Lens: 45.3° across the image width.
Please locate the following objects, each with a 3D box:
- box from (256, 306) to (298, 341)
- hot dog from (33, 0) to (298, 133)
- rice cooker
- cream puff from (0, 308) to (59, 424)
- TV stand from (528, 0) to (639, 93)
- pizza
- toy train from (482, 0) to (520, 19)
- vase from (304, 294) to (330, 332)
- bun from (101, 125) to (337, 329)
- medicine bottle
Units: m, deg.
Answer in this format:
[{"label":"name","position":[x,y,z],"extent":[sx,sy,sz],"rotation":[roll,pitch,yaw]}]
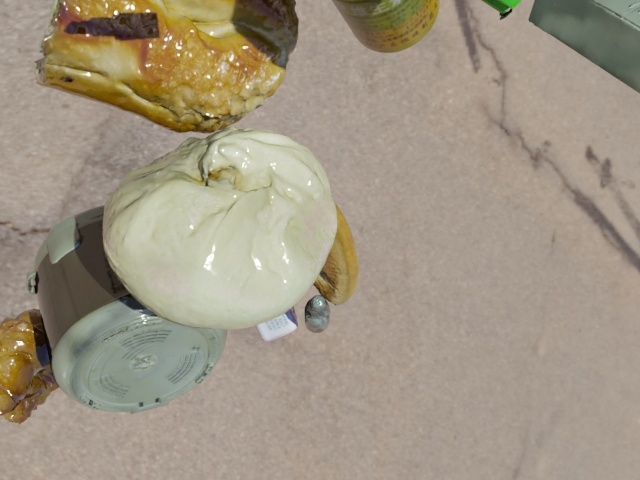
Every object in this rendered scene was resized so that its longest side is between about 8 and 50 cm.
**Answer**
[{"label":"box","position":[-0.175,0.045,1.838],"extent":[0.112,0.190,0.369],"rotation":[-25,116,0]},{"label":"hot dog","position":[-0.213,-0.353,1.172],"extent":[0.366,0.196,0.367],"rotation":[18,89,-28]},{"label":"rice cooker","position":[-0.351,0.111,1.422],"extent":[0.335,0.325,0.335],"rotation":[-17,139,-15]},{"label":"cream puff","position":[-0.629,0.265,1.576],"extent":[0.241,0.155,0.269],"rotation":[96,20,-44]},{"label":"TV stand","position":[0.425,-0.288,1.062],"extent":[0.083,0.269,0.088],"rotation":[-32,151,-27]},{"label":"pizza","position":[0.000,0.000,1.635],"extent":[0.074,0.182,0.365],"rotation":[-39,129,-25]},{"label":"toy train","position":[0.274,-0.451,1.111],"extent":[0.133,0.188,0.243],"rotation":[27,42,-15]},{"label":"vase","position":[-0.006,0.159,1.714],"extent":[0.059,0.060,0.211],"rotation":[-60,173,-17]},{"label":"bun","position":[-0.147,-0.044,1.140],"extent":[0.361,0.361,0.213],"rotation":[-31,141,-36]},{"label":"medicine bottle","position":[0.112,-0.597,1.674],"extent":[0.384,0.224,0.224],"rotation":[38,71,-60]}]
